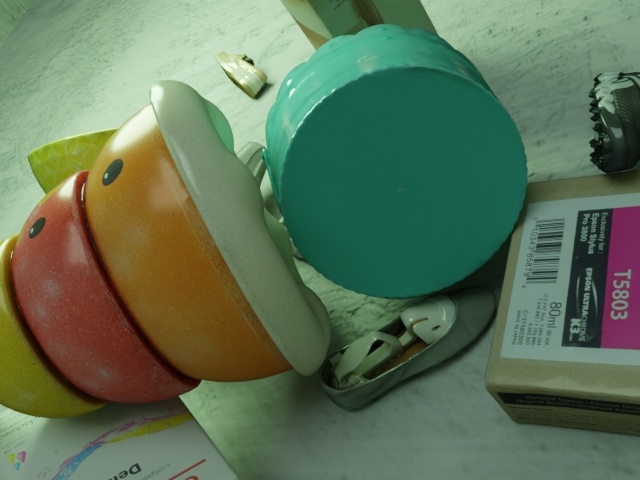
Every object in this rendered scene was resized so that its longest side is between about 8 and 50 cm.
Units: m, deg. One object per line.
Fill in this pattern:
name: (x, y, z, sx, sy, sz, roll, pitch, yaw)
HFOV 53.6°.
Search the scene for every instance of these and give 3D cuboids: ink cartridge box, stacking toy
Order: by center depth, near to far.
ink cartridge box: (0.271, 0.050, 0.575, 0.193, 0.088, 0.234, -6, 51, 37)
ink cartridge box: (-0.207, 0.278, 0.675, 0.207, 0.119, 0.353, -27, 34, -26)
stacking toy: (-0.261, 0.079, 0.686, 0.480, 0.350, 0.350, -28, 41, -2)

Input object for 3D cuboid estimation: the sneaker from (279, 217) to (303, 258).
sneaker: (0.000, 0.000, 0.854, 0.152, 0.061, 0.053, 9, 60, 41)

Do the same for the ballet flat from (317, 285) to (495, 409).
ballet flat: (0.090, 0.108, 0.682, 0.213, 0.068, 0.072, -36, 41, 8)

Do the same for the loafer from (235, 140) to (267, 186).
loafer: (-0.121, -0.011, 0.939, 0.111, 0.112, 0.319, 14, 61, 3)

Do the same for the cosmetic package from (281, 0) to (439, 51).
cosmetic package: (0.062, -0.293, 0.878, 0.129, 0.296, 0.153, -43, 39, 1)

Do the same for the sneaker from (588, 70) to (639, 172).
sneaker: (0.331, -0.131, 0.642, 0.106, 0.078, 0.234, -1, 23, 26)

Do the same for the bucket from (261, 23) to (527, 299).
bucket: (0.075, -0.083, 0.681, 0.281, 0.281, 0.183, -32, 23, 13)

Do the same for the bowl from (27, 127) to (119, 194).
bowl: (-0.342, -0.094, 1.110, 0.289, 0.289, 0.156, -11, 93, 32)

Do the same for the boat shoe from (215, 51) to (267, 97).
boat shoe: (-0.157, -0.345, 1.281, 0.059, 0.063, 0.170, -41, 50, -2)
